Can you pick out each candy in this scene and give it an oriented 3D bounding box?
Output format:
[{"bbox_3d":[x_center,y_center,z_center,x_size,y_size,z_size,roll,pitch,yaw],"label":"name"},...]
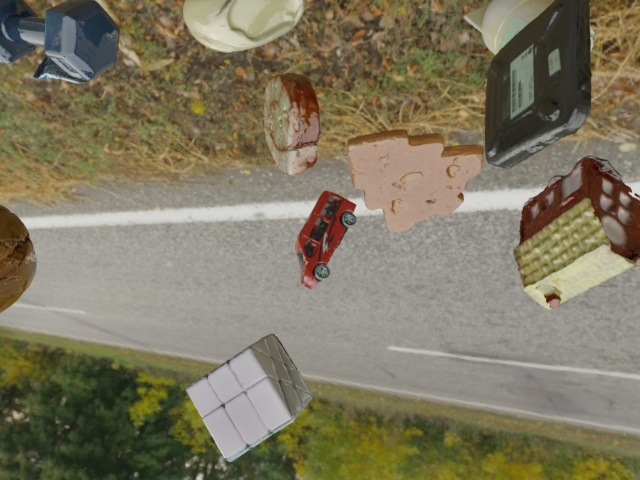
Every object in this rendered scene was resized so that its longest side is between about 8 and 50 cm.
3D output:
[{"bbox_3d":[-0.673,-0.450,1.354,0.136,0.088,0.038,6,143,0],"label":"candy"}]

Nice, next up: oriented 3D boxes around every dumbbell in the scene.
[{"bbox_3d":[-0.593,-0.442,1.093,0.324,0.160,0.144,15,135,20],"label":"dumbbell"}]

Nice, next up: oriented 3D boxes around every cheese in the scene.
[{"bbox_3d":[-0.167,-0.522,1.136,0.233,0.266,0.127,39,158,40],"label":"cheese"}]

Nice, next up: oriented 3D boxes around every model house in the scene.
[{"bbox_3d":[0.484,0.004,0.961,0.160,0.254,0.196,33,140,-8],"label":"model house"}]

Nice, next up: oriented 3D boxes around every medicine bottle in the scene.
[{"bbox_3d":[0.698,-0.721,1.765,0.235,0.406,0.236,-18,142,-15],"label":"medicine bottle"}]

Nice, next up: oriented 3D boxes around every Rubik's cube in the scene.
[{"bbox_3d":[-0.186,0.416,1.402,0.222,0.224,0.231,56,-171,8],"label":"Rubik's cube"}]

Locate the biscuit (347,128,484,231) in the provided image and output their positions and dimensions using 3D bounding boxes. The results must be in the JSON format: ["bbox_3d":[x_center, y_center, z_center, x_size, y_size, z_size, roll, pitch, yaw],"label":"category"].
[{"bbox_3d":[0.178,-0.139,1.075,0.306,0.043,0.284,26,133,-28],"label":"biscuit"}]

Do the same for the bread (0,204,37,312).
[{"bbox_3d":[-0.604,0.041,0.861,0.142,0.270,0.196,-10,105,17],"label":"bread"}]

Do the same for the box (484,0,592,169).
[{"bbox_3d":[0.533,-0.386,1.287,0.090,0.360,0.350,9,167,-12],"label":"box"}]

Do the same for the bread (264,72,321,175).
[{"bbox_3d":[-0.104,-0.402,1.762,0.114,0.295,0.328,-12,126,-22],"label":"bread"}]

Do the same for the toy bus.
[{"bbox_3d":[0.000,0.000,1.050,0.089,0.195,0.081,29,164,-5],"label":"toy bus"}]
